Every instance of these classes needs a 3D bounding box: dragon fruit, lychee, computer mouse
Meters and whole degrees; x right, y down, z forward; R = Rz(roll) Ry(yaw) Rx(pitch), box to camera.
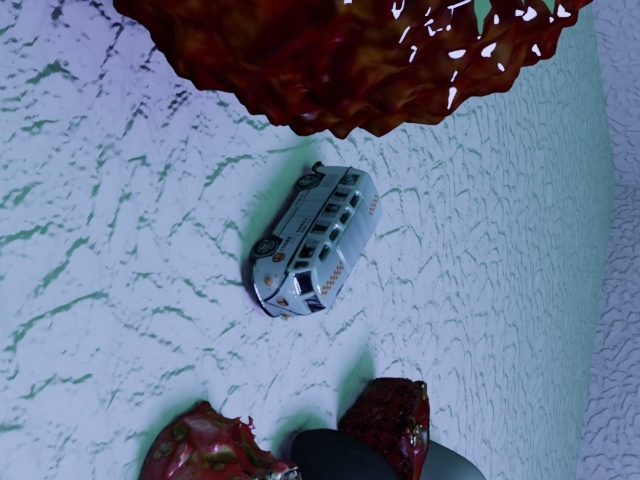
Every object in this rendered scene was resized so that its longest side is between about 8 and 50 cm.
[{"bbox_3d":[0.104,0.271,0.955,0.120,0.127,0.161,-33,118,-48],"label":"dragon fruit"},{"bbox_3d":[0.026,-0.275,0.527,0.500,0.424,0.425,123,-17,-67],"label":"lychee"},{"bbox_3d":[0.066,0.317,0.838,0.270,0.086,0.138,58,10,-22],"label":"computer mouse"},{"bbox_3d":[-0.079,0.230,0.639,0.153,0.110,0.153,3,86,-57],"label":"dragon fruit"}]

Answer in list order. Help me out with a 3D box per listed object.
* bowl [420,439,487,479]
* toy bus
[{"bbox_3d":[0.201,0.459,1.107,0.289,0.146,0.290,-7,98,-61],"label":"bowl"},{"bbox_3d":[0.000,0.000,0.785,0.194,0.089,0.087,-58,139,-40],"label":"toy bus"}]
